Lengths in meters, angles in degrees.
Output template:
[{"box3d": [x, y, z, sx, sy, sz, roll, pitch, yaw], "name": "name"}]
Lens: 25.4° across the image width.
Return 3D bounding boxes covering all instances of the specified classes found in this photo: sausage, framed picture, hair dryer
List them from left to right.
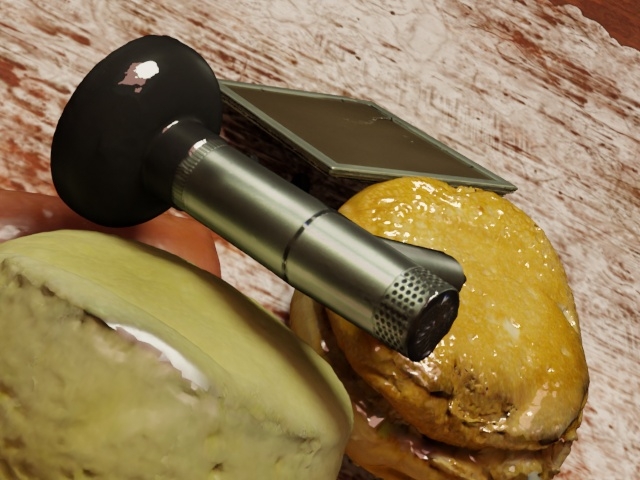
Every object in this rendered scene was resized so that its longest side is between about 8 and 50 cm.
[{"box3d": [-0.217, 0.017, 1.196, 0.259, 0.113, 0.114, 9, 46, -31], "name": "sausage"}, {"box3d": [-0.020, 0.006, 1.111, 0.320, 0.156, 0.284, 34, -6, 20], "name": "hair dryer"}, {"box3d": [0.033, -0.108, 1.477, 0.231, 0.018, 0.293, 4, 20, -32], "name": "framed picture"}]

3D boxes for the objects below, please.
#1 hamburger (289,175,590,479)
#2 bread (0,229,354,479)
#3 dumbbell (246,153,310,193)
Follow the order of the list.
[{"box3d": [0.116, 0.097, 1.306, 0.289, 0.170, 0.314, 14, 44, -20], "name": "hamburger"}, {"box3d": [-0.144, 0.139, 1.030, 0.320, 0.237, 0.320, 33, 16, -11], "name": "bread"}, {"box3d": [-0.053, -0.044, 1.404, 0.147, 0.069, 0.069, 20, 41, -17], "name": "dumbbell"}]
